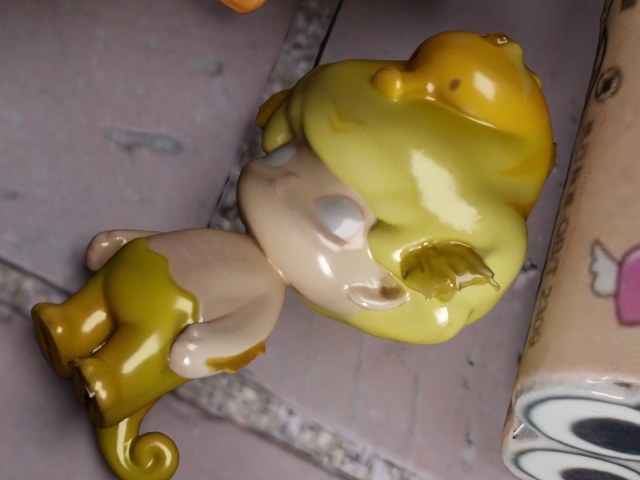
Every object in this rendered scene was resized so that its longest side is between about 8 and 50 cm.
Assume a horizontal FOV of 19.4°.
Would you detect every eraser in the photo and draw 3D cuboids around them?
[{"bbox_3d":[0.157,-0.037,0.855,0.087,0.171,0.290,14,68,5],"label":"eraser"}]

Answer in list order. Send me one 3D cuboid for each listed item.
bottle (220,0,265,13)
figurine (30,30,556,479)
[{"bbox_3d":[-0.089,-0.177,0.815,0.187,0.069,0.069,35,63,-13],"label":"bottle"},{"bbox_3d":[0.000,0.000,0.790,0.246,0.131,0.156,-27,49,-16],"label":"figurine"}]
